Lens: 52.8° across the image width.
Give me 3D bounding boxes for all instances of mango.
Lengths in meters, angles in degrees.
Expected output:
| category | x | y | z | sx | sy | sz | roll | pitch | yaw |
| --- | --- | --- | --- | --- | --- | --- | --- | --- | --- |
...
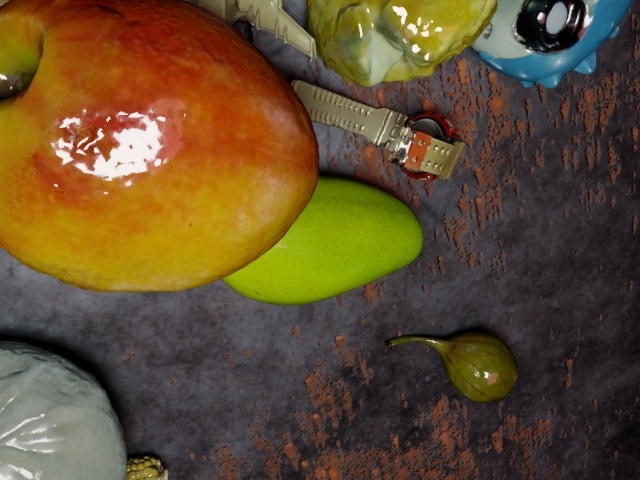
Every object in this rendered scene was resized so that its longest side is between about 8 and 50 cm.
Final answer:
| category | x | y | z | sx | sy | sz | roll | pitch | yaw |
| --- | --- | --- | --- | --- | --- | --- | --- | --- | --- |
| mango | 0.000 | 0.000 | 0.932 | 0.343 | 0.156 | 0.192 | 2 | 119 | -22 |

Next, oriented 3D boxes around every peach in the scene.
| category | x | y | z | sx | sy | sz | roll | pitch | yaw |
| --- | --- | --- | --- | --- | --- | --- | --- | --- | --- |
| peach | -0.176 | -0.093 | 0.668 | 0.373 | 0.372 | 0.289 | -5 | 70 | -15 |

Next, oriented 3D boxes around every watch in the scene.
| category | x | y | z | sx | sy | sz | roll | pitch | yaw |
| --- | --- | --- | --- | --- | --- | --- | --- | --- | --- |
| watch | 0.087 | -0.144 | 0.866 | 0.268 | 0.165 | 0.102 | 0 | 117 | -56 |

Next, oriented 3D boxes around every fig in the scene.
| category | x | y | z | sx | sy | sz | roll | pitch | yaw |
| --- | --- | --- | --- | --- | --- | --- | --- | --- | --- |
| fig | 0.227 | 0.204 | 1.134 | 0.237 | 0.124 | 0.124 | 20 | 106 | 1 |

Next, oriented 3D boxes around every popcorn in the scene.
| category | x | y | z | sx | sy | sz | roll | pitch | yaw |
| --- | --- | --- | --- | --- | --- | --- | --- | --- | --- |
| popcorn | 0.085 | -0.322 | 0.787 | 0.277 | 0.225 | 0.276 | 4 | 109 | 13 |

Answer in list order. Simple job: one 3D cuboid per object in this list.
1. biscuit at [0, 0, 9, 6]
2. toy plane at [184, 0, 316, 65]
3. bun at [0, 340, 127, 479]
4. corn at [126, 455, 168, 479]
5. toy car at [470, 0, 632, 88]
| category | x | y | z | sx | sy | sz | roll | pitch | yaw |
| --- | --- | --- | --- | --- | --- | --- | --- | --- | --- |
| biscuit | -0.387 | -0.276 | 0.751 | 0.118 | 0.061 | 0.183 | 18 | 107 | -21 |
| toy plane | -0.126 | -0.282 | 0.799 | 0.242 | 0.104 | 0.256 | 2 | 110 | 10 |
| bun | -0.432 | 0.320 | 0.874 | 0.355 | 0.194 | 0.354 | -1 | 94 | -9 |
| corn | -0.390 | 0.402 | 1.025 | 0.288 | 0.086 | 0.086 | -3 | 113 | -14 |
| toy car | 0.325 | -0.322 | 0.881 | 0.190 | 0.188 | 0.255 | 37 | 92 | -39 |
